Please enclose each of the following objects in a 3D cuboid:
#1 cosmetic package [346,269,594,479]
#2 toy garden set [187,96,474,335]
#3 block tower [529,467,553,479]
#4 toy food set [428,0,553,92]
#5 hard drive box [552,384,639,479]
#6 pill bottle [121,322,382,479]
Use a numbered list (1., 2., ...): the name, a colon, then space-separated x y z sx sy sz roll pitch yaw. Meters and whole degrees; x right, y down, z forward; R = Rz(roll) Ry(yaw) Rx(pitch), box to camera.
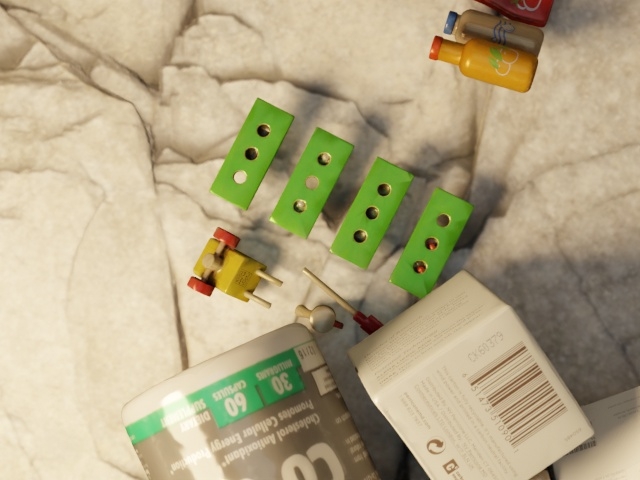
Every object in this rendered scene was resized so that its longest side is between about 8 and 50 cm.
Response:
1. cosmetic package: 0.136 0.142 1.387 0.151 0.183 0.151 -35 101 -1
2. toy garden set: 0.000 0.000 1.489 0.244 0.049 0.203 27 91 0
3. block tower: 0.217 0.377 1.423 0.097 0.091 0.335 -17 84 8
4. toy food set: 0.188 -0.267 1.465 0.105 0.111 0.232 16 89 4
5. hard drive box: 0.325 0.255 1.360 0.181 0.089 0.232 -26 63 35
6. pill bottle: -0.028 0.278 1.391 0.204 0.204 0.361 -26 85 1
